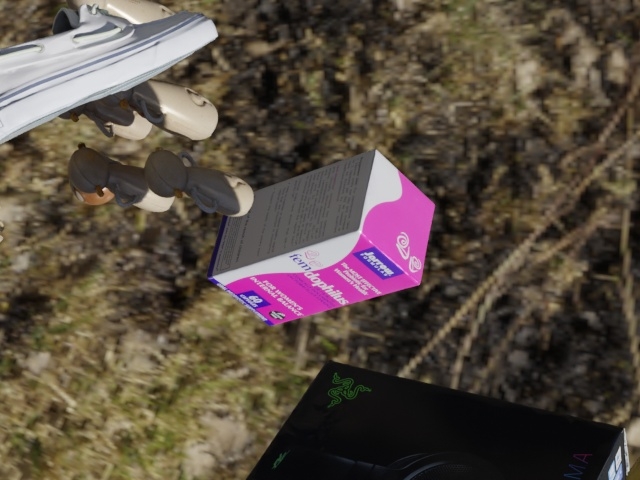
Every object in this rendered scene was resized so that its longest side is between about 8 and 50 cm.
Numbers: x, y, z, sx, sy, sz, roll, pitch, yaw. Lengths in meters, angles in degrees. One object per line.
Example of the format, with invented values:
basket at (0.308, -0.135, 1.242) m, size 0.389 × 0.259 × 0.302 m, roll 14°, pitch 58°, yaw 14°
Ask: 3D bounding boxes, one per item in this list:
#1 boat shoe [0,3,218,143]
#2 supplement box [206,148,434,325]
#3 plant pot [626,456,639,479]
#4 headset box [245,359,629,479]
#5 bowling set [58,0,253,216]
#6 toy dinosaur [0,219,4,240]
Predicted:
boat shoe at (-0.179, -0.150, 1.132) m, size 0.226 × 0.083 × 0.076 m, roll -30°, pitch 96°, yaw -38°
supplement box at (0.000, 0.000, 1.573) m, size 0.111 × 0.220 × 0.114 m, roll 40°, pitch 47°, yaw -34°
plant pot at (0.221, 0.140, 0.778) m, size 0.134 × 0.095 × 0.134 m, roll 42°, pitch 36°, yaw -40°
headset box at (0.067, 0.239, 1.126) m, size 0.246 × 0.283 × 0.131 m, roll -52°, pitch 141°, yaw -39°
bowling set at (-0.209, -0.099, 1.442) m, size 0.200 × 0.287 × 0.154 m, roll -41°, pitch 145°, yaw 24°
toy dinosaur at (-0.390, -0.030, 1.596) m, size 0.183 × 0.092 × 0.053 m, roll 7°, pitch 100°, yaw -55°
